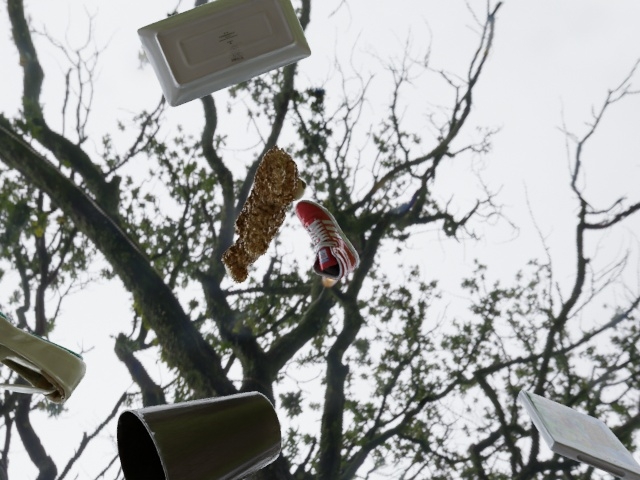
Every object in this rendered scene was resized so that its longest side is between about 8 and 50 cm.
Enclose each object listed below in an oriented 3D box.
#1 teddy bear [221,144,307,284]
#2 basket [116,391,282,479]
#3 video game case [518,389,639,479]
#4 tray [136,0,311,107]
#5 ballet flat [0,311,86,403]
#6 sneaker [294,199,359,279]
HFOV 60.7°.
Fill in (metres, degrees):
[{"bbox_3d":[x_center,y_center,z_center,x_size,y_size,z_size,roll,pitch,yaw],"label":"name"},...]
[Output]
[{"bbox_3d":[-0.126,-0.047,1.266,0.113,0.338,0.245,27,-169,1],"label":"teddy bear"},{"bbox_3d":[-0.192,0.341,0.913,0.227,0.154,0.204,-5,-150,-42],"label":"basket"},{"bbox_3d":[0.514,0.385,1.086,0.193,0.023,0.212,22,-169,0],"label":"video game case"},{"bbox_3d":[-0.160,-0.343,0.936,0.270,0.030,0.145,-24,-83,-9],"label":"tray"},{"bbox_3d":[-0.411,0.134,0.690,0.248,0.086,0.086,42,-139,-32],"label":"ballet flat"},{"bbox_3d":[0.000,0.000,0.716,0.118,0.042,0.067,49,-150,0],"label":"sneaker"}]
